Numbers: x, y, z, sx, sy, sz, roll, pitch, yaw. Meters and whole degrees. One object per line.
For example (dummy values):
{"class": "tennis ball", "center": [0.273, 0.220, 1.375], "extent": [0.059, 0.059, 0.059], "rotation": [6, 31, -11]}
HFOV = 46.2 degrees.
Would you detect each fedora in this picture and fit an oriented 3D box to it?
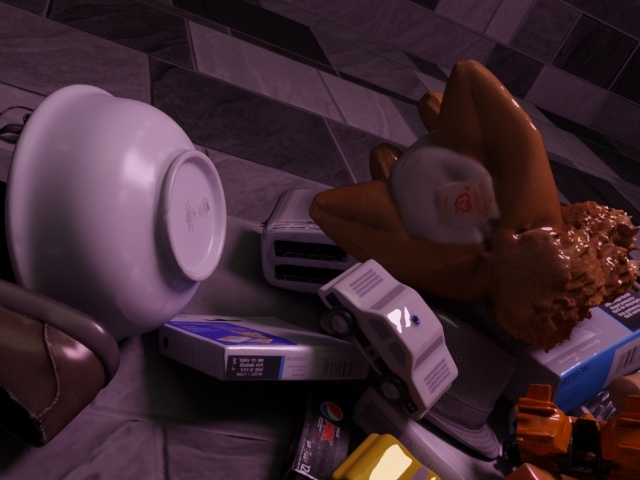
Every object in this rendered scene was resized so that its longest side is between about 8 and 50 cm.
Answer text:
{"class": "fedora", "center": [0.163, 0.148, 1.004], "extent": [0.275, 0.124, 0.244], "rotation": [37, 11, 9]}

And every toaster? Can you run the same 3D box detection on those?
{"class": "toaster", "center": [0.000, 0.000, 1.145], "extent": [0.227, 0.129, 0.146], "rotation": [6, 27, 10]}

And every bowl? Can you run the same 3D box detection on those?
{"class": "bowl", "center": [-0.192, -0.024, 0.822], "extent": [0.134, 0.298, 0.298], "rotation": [0, 21, 17]}

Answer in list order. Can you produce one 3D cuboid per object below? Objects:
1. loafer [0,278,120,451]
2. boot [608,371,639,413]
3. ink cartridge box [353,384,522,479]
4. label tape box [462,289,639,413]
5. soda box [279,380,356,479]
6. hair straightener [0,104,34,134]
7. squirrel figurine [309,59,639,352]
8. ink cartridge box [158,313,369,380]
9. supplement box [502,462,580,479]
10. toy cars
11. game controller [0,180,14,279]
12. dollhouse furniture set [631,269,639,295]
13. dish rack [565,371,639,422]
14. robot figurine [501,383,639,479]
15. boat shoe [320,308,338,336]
{"class": "loafer", "center": [-0.370, 0.080, 0.670], "extent": [0.366, 0.134, 0.130], "rotation": [20, 45, -5]}
{"class": "boot", "center": [0.557, 0.299, 1.058], "extent": [0.211, 0.104, 0.295], "rotation": [5, 42, -34]}
{"class": "ink cartridge box", "center": [0.155, 0.261, 0.968], "extent": [0.181, 0.056, 0.224], "rotation": [42, 11, 26]}
{"class": "label tape box", "center": [0.317, 0.101, 1.187], "extent": [0.249, 0.115, 0.347], "rotation": [-20, 43, -29]}
{"class": "soda box", "center": [-0.002, 0.229, 0.845], "extent": [0.060, 0.053, 0.169], "rotation": [27, 27, -4]}
{"class": "hair straightener", "center": [-0.409, -0.173, 1.199], "extent": [0.230, 0.047, 0.089], "rotation": [1, 37, -35]}
{"class": "squirrel figurine", "center": [0.240, -0.023, 1.060], "extent": [0.397, 0.281, 0.370], "rotation": [42, 10, 11]}
{"class": "ink cartridge box", "center": [-0.083, 0.128, 0.918], "extent": [0.206, 0.045, 0.208], "rotation": [7, 3, -38]}
{"class": "supplement box", "center": [0.278, 0.319, 0.854], "extent": [0.233, 0.080, 0.078], "rotation": [26, 25, -42]}
{"class": "toy cars", "center": [0.098, 0.190, 0.797], "extent": [0.176, 0.087, 0.394], "rotation": [14, 55, -28]}
{"class": "game controller", "center": [-0.414, -0.035, 0.750], "extent": [0.319, 0.166, 0.067], "rotation": [26, 56, -45]}
{"class": "dollhouse furniture set", "center": [0.663, 0.072, 1.615], "extent": [0.101, 0.182, 0.161], "rotation": [42, 30, 26]}
{"class": "dish rack", "center": [0.492, 0.266, 1.232], "extent": [0.333, 0.072, 0.285], "rotation": [10, 32, -32]}
{"class": "robot figurine", "center": [0.321, 0.243, 0.901], "extent": [0.211, 0.085, 0.291], "rotation": [4, -19, 20]}
{"class": "boat shoe", "center": [0.043, 0.102, 1.125], "extent": [0.050, 0.045, 0.135], "rotation": [34, 27, 13]}
